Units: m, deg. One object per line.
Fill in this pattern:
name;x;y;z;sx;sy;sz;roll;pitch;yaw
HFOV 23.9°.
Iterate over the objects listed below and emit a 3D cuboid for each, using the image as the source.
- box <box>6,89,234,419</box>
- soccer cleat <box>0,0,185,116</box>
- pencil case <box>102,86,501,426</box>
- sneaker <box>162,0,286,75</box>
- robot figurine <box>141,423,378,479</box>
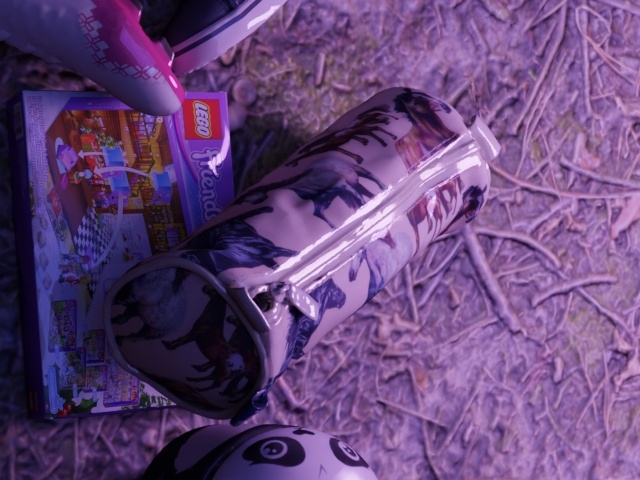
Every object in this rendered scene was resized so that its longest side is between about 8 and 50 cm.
box;-0.175;0.010;1.387;0.201;0.057;0.293;-2;85;-28
soccer cleat;-0.264;-0.211;1.329;0.143;0.116;0.331;-42;90;-10
pencil case;0.000;0.000;1.358;0.410;0.183;0.160;-38;114;-44
sneaker;-0.067;-0.289;1.442;0.127;0.126;0.321;53;54;-18
robot figurine;-0.058;0.239;1.299;0.209;0.278;0.173;-46;105;-24
